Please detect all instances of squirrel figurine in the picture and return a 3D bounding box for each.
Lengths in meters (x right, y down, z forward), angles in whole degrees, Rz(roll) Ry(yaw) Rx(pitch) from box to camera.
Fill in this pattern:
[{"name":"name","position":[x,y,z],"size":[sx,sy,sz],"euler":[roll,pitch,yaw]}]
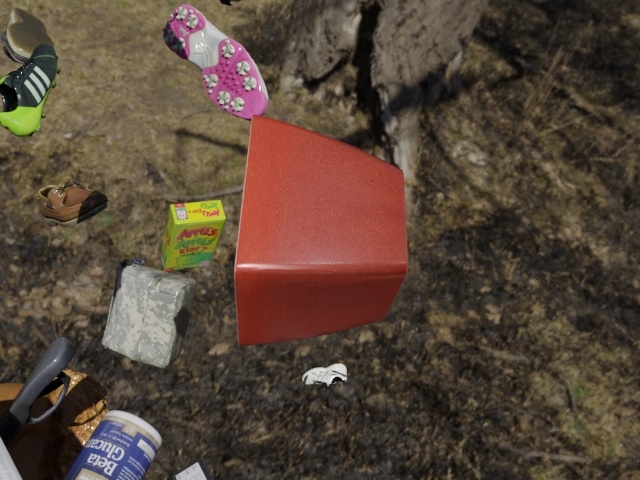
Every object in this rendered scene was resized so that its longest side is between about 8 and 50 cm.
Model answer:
[{"name":"squirrel figurine","position":[-0.553,0.469,1.163],"size":[0.397,0.281,0.370],"euler":[-13,68,-33]}]

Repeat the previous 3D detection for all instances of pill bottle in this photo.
[{"name":"pill bottle","position":[-0.298,0.328,0.820],"size":[0.094,0.094,0.169],"euler":[24,48,1]}]

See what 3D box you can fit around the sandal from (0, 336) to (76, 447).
[{"name":"sandal","position":[-0.413,0.231,0.880],"size":[0.054,0.254,0.097],"euler":[32,29,-18]}]

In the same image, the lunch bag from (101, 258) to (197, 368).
[{"name":"lunch bag","position":[-0.570,0.235,1.972],"size":[0.256,0.305,0.212],"euler":[14,7,1]}]

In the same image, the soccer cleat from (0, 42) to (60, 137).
[{"name":"soccer cleat","position":[-0.454,-0.243,0.928],"size":[0.072,0.060,0.179],"euler":[33,49,-48]}]

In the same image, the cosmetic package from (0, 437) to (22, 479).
[{"name":"cosmetic package","position":[-0.526,0.374,0.702],"size":[0.217,0.385,0.156],"euler":[44,14,30]}]

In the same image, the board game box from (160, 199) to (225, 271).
[{"name":"board game box","position":[-0.245,-0.005,1.138],"size":[0.092,0.181,0.043],"euler":[-7,62,-25]}]

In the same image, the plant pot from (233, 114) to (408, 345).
[{"name":"plant pot","position":[0.000,0.000,0.926],"size":[0.235,0.267,0.267],"euler":[4,60,-4]}]

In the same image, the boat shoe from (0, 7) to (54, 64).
[{"name":"boat shoe","position":[-0.552,-0.364,1.121],"size":[0.080,0.073,0.223],"euler":[19,25,-38]}]

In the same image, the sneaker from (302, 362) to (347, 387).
[{"name":"sneaker","position":[0.007,0.248,1.081],"size":[0.083,0.032,0.037],"euler":[-17,50,5]}]

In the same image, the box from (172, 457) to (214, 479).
[{"name":"box","position":[-0.197,0.732,1.369],"size":[0.097,0.318,0.395],"euler":[-28,25,-19]}]

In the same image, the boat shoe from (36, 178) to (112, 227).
[{"name":"boat shoe","position":[-0.660,-0.102,1.566],"size":[0.307,0.104,0.110],"euler":[-5,26,41]}]

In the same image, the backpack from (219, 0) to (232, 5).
[{"name":"backpack","position":[-0.136,-0.600,1.199],"size":[0.253,0.191,0.225],"euler":[-4,6,29]}]

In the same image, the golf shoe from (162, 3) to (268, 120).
[{"name":"golf shoe","position":[-0.183,-0.347,1.197],"size":[0.306,0.115,0.140],"euler":[52,18,21]}]
